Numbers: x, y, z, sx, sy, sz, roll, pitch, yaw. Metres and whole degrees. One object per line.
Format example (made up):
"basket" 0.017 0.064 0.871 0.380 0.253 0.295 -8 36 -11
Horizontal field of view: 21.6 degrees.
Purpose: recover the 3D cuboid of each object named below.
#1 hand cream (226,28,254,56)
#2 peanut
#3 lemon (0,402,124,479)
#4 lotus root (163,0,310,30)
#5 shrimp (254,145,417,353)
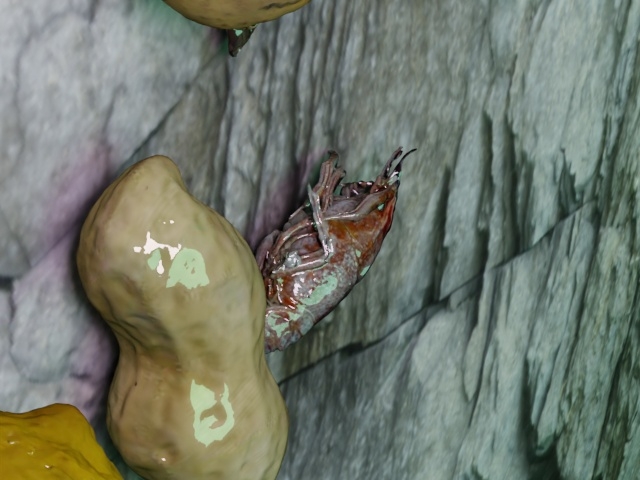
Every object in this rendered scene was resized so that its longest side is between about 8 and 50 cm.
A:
"hand cream" -0.011 -0.180 1.025 0.163 0.039 0.062 -42 141 -29
"peanut" -0.078 0.065 0.993 0.117 0.101 0.263 -64 154 -50
"lemon" -0.173 0.187 0.830 0.192 0.192 0.231 43 64 -57
"lotus root" -0.047 -0.227 0.834 0.284 0.146 0.160 70 31 -43
"shrimp" 0.001 0.001 1.113 0.190 0.073 0.075 -47 -173 -17
